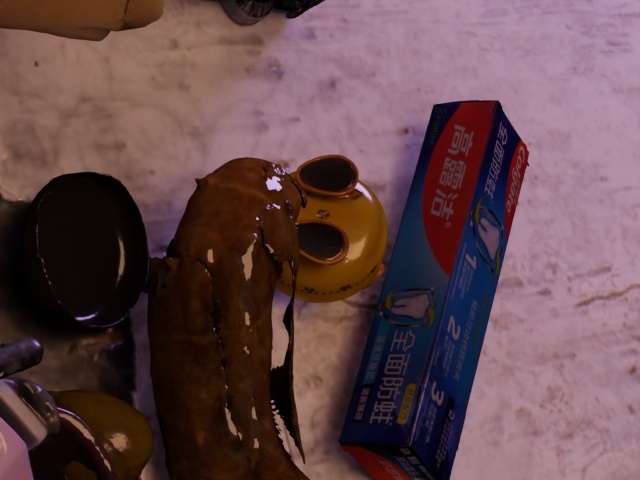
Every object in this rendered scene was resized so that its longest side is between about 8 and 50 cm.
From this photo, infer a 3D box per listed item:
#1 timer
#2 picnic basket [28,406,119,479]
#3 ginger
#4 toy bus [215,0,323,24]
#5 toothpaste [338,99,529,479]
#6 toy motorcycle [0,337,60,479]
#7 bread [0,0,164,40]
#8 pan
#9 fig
[{"bbox_3d":[0.000,0.000,1.434,0.107,0.109,0.107,2,62,-4],"label":"timer"},{"bbox_3d":[-0.239,0.249,1.137,0.297,0.129,0.222,-33,93,-39],"label":"picnic basket"},{"bbox_3d":[-0.058,0.094,1.318,0.133,0.107,0.309,-2,87,-37],"label":"ginger"},{"bbox_3d":[-0.092,-0.254,1.429,0.234,0.116,0.133,6,73,-35],"label":"toy bus"},{"bbox_3d":[0.095,0.038,1.476,0.076,0.066,0.320,52,45,-46],"label":"toothpaste"},{"bbox_3d":[-0.184,0.150,1.012,0.327,0.188,0.143,47,46,-7],"label":"toy motorcycle"},{"bbox_3d":[-0.253,-0.269,1.196,0.270,0.316,0.211,4,113,-36],"label":"bread"},{"bbox_3d":[-0.134,0.021,1.349,0.212,0.040,0.115,23,67,-42],"label":"pan"},{"bbox_3d":[-0.158,0.136,1.273,0.088,0.074,0.074,38,49,19],"label":"fig"}]
